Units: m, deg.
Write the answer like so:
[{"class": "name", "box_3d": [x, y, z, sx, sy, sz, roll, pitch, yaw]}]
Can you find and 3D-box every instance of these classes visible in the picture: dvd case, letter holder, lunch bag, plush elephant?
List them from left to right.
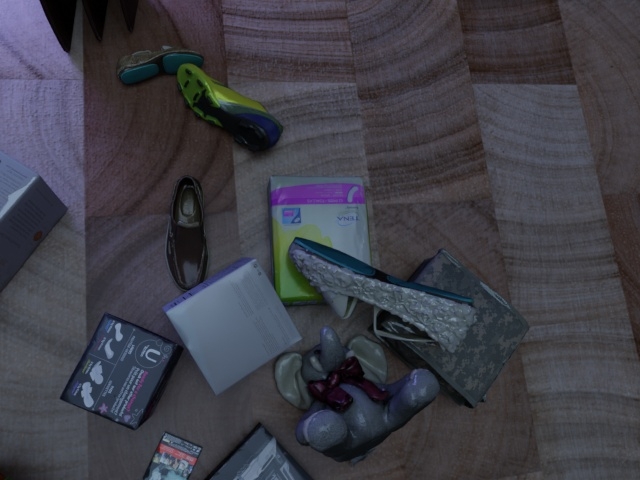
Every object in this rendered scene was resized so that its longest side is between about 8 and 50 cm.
[{"class": "letter holder", "box_3d": [-0.494, -0.552, 1.144, 0.151, 0.302, 0.215, 5, 76, -11]}, {"class": "dvd case", "box_3d": [-0.306, 0.465, 1.092, 0.087, 0.013, 0.120, 25, 72, -5]}, {"class": "plush elephant", "box_3d": [0.045, 0.296, 1.096, 0.271, 0.330, 0.256, -19, 58, -17]}, {"class": "lunch bag", "box_3d": [0.296, 0.202, 1.205, 0.287, 0.169, 0.235, 40, 74, 4]}]

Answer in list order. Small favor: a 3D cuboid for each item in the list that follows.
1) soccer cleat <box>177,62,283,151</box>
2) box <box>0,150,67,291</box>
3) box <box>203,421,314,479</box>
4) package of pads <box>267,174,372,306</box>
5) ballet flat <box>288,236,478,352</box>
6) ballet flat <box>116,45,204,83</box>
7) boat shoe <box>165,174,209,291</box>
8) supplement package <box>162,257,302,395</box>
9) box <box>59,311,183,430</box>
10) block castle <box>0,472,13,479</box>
[{"class": "soccer cleat", "box_3d": [-0.216, -0.320, 1.276, 0.289, 0.093, 0.121, 39, 42, 3]}, {"class": "box", "box_3d": [-0.684, 0.001, 1.017, 0.168, 0.215, 0.346, 32, 72, -3]}, {"class": "box", "box_3d": [-0.103, 0.569, 1.077, 0.242, 0.076, 0.307, -42, 88, -18]}, {"class": "package of pads", "box_3d": [0.000, 0.000, 1.225, 0.228, 0.101, 0.297, -1, 78, -11]}, {"class": "ballet flat", "box_3d": [0.106, 0.117, 1.073, 0.408, 0.147, 0.147, 20, 73, 11]}, {"class": "ballet flat", "box_3d": [-0.382, -0.429, 1.264, 0.206, 0.073, 0.067, -17, 67, -19]}, {"class": "boat shoe", "box_3d": [-0.295, -0.019, 1.167, 0.095, 0.095, 0.258, -4, 78, -13]}, {"class": "supplement package", "box_3d": [-0.185, 0.168, 1.101, 0.203, 0.149, 0.194, -31, 98, -17]}, {"class": "box", "box_3d": [-0.358, 0.248, 1.010, 0.142, 0.247, 0.164, 24, 73, -4]}, {"class": "block castle", "box_3d": [-0.586, 0.548, 0.857, 0.453, 0.213, 0.303, 40, 50, -1]}]
